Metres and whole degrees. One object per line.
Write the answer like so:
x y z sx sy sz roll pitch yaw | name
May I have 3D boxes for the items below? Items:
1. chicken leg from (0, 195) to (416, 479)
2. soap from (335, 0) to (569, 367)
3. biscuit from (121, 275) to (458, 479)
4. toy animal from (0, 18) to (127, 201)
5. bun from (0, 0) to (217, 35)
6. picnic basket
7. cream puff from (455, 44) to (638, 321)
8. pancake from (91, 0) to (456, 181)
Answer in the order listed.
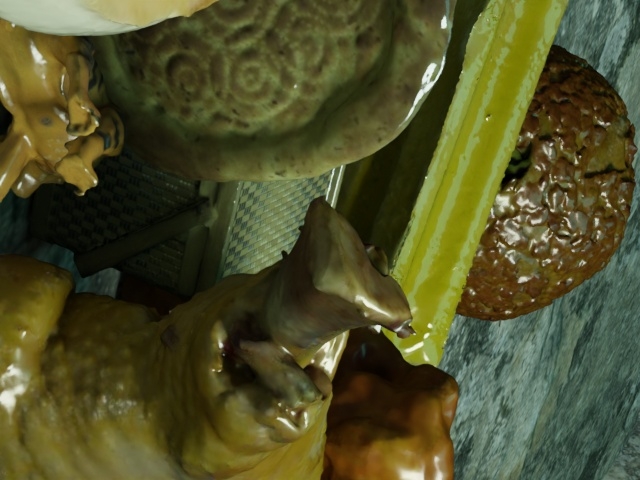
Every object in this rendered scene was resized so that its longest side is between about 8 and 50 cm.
-0.100 0.080 0.974 0.409 0.295 0.182 -45 -160 56 | chicken leg
0.052 -0.074 1.310 0.091 0.199 0.315 19 89 -39 | soap
-0.039 0.176 1.237 0.110 0.312 0.318 -12 128 -39 | biscuit
-0.162 -0.112 0.920 0.116 0.114 0.255 -77 161 -47 | toy animal
-0.116 -0.242 0.790 0.299 0.165 0.299 -42 141 -45 | bun
-0.066 -0.100 1.107 0.165 0.139 0.266 -29 138 -59 | picnic basket
0.210 -0.052 1.747 0.303 0.212 0.303 20 90 -74 | cream puff
-0.048 -0.144 0.969 0.031 0.250 0.250 -52 158 -65 | pancake
